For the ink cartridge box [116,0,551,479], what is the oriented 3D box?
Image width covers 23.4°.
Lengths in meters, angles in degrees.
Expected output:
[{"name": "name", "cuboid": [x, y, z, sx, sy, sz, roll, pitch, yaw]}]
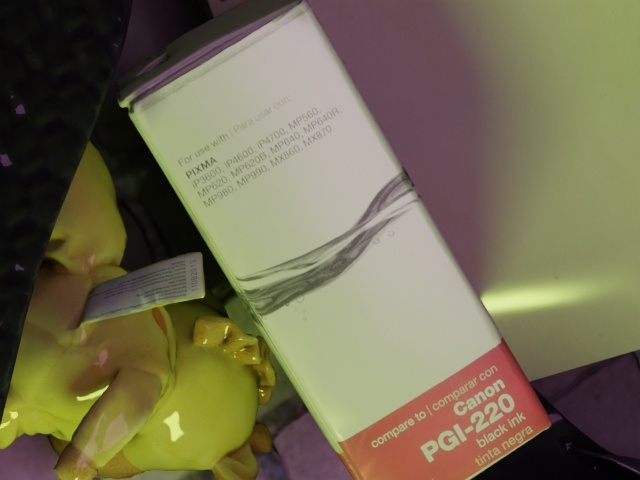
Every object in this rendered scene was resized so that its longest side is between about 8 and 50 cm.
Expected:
[{"name": "ink cartridge box", "cuboid": [0.000, 0.000, 0.709, 0.092, 0.158, 0.218, -33, 103, -2]}]

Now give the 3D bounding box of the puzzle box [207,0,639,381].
[{"name": "puzzle box", "cuboid": [0.086, -0.128, 0.778, 0.272, 0.052, 0.409, -17, 105, 10]}]

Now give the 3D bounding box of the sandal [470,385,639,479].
[{"name": "sandal", "cuboid": [0.161, 0.158, 0.908, 0.254, 0.054, 0.097, 32, 75, -23]}]

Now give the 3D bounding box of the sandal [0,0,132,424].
[{"name": "sandal", "cuboid": [-0.198, 0.038, 0.594, 0.167, 0.107, 0.446, 35, 58, -21]}]

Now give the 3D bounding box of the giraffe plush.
[{"name": "giraffe plush", "cuboid": [-0.101, 0.054, 0.731, 0.170, 0.210, 0.181, 38, 60, -54]}]
